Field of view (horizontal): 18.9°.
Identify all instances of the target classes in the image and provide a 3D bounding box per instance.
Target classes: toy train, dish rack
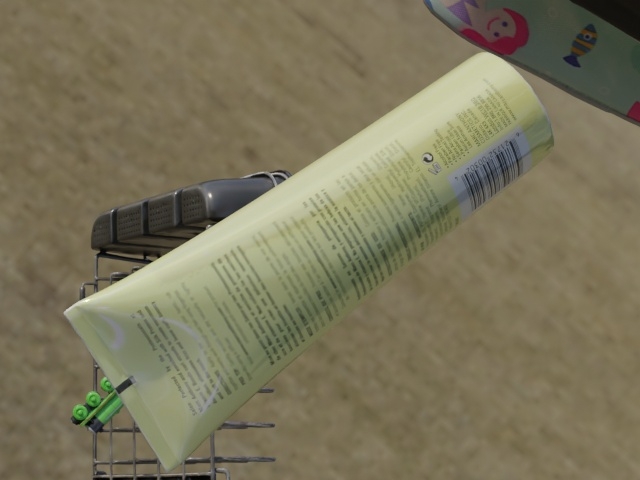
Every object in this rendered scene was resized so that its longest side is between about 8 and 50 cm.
[{"bbox_3d":[-0.126,0.092,1.240,0.024,0.083,0.017,44,-7,-5],"label":"toy train"},{"bbox_3d":[-0.093,0.095,1.286,0.074,0.272,0.208,4,-8,-29],"label":"dish rack"}]

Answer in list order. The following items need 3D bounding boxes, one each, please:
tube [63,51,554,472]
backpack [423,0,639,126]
[{"bbox_3d":[0.000,0.000,0.896,0.070,0.240,0.062,47,-16,20],"label":"tube"},{"bbox_3d":[0.161,-0.153,0.667,0.225,0.191,0.253,26,54,-4],"label":"backpack"}]
